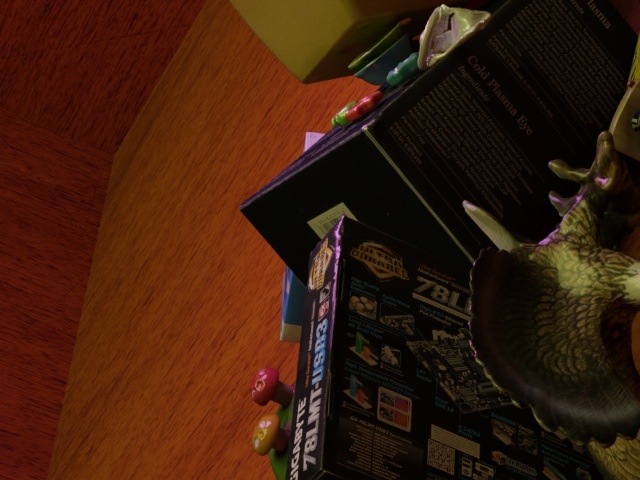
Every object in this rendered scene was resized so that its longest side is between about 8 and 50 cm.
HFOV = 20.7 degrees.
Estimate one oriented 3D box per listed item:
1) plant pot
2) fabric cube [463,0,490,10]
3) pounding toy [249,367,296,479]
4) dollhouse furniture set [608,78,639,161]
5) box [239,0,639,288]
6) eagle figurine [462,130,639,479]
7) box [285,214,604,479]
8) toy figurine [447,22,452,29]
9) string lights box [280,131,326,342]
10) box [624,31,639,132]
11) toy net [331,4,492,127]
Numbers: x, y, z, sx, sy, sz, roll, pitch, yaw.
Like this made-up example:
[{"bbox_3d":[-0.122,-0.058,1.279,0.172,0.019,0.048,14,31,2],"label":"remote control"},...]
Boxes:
[{"bbox_3d":[0.031,-0.282,1.814,0.212,0.212,0.187,-42,66,56],"label":"plant pot"},{"bbox_3d":[0.091,-0.421,2.090,0.259,0.254,0.258,18,101,32],"label":"fabric cube"},{"bbox_3d":[-0.053,0.254,2.263,0.237,0.110,0.183,-64,17,11],"label":"pounding toy"},{"bbox_3d":[0.351,-0.132,1.484,0.184,0.129,0.129,-66,17,5],"label":"dollhouse furniture set"},{"bbox_3d":[0.132,-0.097,1.820,0.312,0.179,0.343,-43,7,-24],"label":"box"},{"bbox_3d":[0.221,0.070,1.435,0.225,0.226,0.298,124,162,-65],"label":"eagle figurine"},{"bbox_3d":[0.120,0.151,1.541,0.073,0.295,0.293,-50,25,39],"label":"box"},{"bbox_3d":[0.129,-0.317,2.345,0.213,0.148,0.210,157,134,-75],"label":"toy figurine"},{"bbox_3d":[0.000,0.000,2.349,0.133,0.076,0.260,-90,7,-52],"label":"string lights box"},{"bbox_3d":[0.339,-0.172,1.692,0.054,0.059,0.169,-27,43,62],"label":"box"},{"bbox_3d":[0.077,-0.174,1.642,0.122,0.045,0.232,-41,7,-23],"label":"toy net"}]
